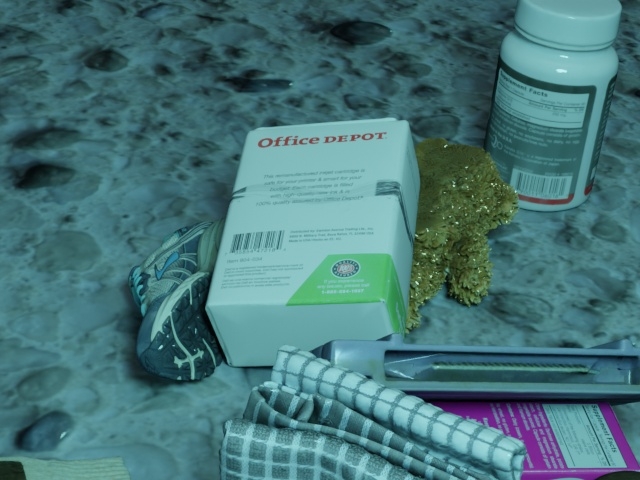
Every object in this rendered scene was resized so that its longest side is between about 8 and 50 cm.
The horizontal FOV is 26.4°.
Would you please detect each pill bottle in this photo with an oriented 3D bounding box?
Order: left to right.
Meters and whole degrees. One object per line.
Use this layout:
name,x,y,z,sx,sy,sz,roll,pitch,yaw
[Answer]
pill bottle,0.314,-0.197,1.856,0.161,0.283,0.161,5,31,-3

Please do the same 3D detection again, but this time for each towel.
towel,0.032,0.251,1.064,0.235,0.284,0.121,21,35,26

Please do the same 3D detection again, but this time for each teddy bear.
teddy bear,0.108,0.005,1.682,0.245,0.113,0.338,6,38,15

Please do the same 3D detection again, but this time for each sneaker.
sneaker,-0.162,0.070,1.536,0.122,0.110,0.283,-5,25,17

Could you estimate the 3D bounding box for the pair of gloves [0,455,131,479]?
pair of gloves,-0.261,0.271,1.216,0.204,0.042,0.240,-1,32,-12

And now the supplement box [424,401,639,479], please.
supplement box,0.176,0.228,1.294,0.220,0.111,0.114,2,30,-7

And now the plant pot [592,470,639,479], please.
plant pot,0.283,0.294,1.140,0.215,0.215,0.230,3,19,-4

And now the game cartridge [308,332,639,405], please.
game cartridge,0.148,0.134,1.353,0.355,0.068,0.230,3,-8,-16

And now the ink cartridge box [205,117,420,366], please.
ink cartridge box,0.000,0.000,1.529,0.198,0.115,0.273,-3,47,14
